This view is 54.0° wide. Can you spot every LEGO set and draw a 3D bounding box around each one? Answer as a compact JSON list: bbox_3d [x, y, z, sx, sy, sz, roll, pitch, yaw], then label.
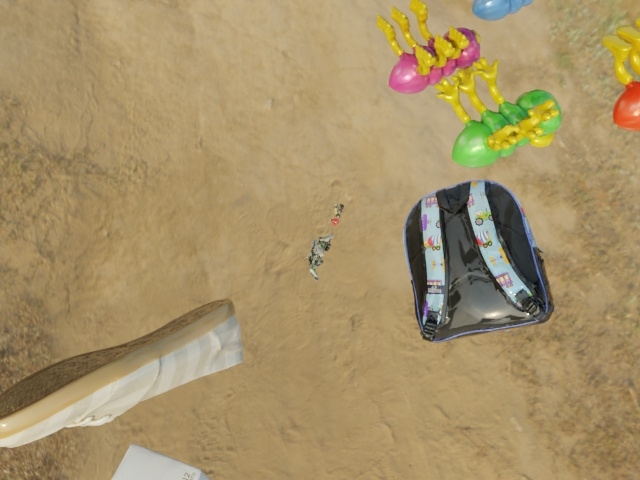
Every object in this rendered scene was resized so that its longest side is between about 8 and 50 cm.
[{"bbox_3d":[0.001,-0.001,0.647,0.023,0.054,0.083,19,84,2],"label":"LEGO set"}]

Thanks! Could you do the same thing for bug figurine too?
[{"bbox_3d":[0.172,-0.150,0.511,0.216,0.072,0.279,-25,48,-4],"label":"bug figurine"}]

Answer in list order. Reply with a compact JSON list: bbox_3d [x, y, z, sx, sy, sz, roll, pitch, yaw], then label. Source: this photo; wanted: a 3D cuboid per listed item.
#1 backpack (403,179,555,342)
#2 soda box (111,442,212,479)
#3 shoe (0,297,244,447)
[{"bbox_3d":[0.181,0.024,0.739,0.116,0.158,0.174,13,63,-61],"label":"backpack"},{"bbox_3d":[-0.158,0.276,0.479,0.073,0.069,0.216,12,57,21],"label":"soda box"},{"bbox_3d":[-0.146,0.108,0.487,0.219,0.076,0.058,-22,101,-43],"label":"shoe"}]
